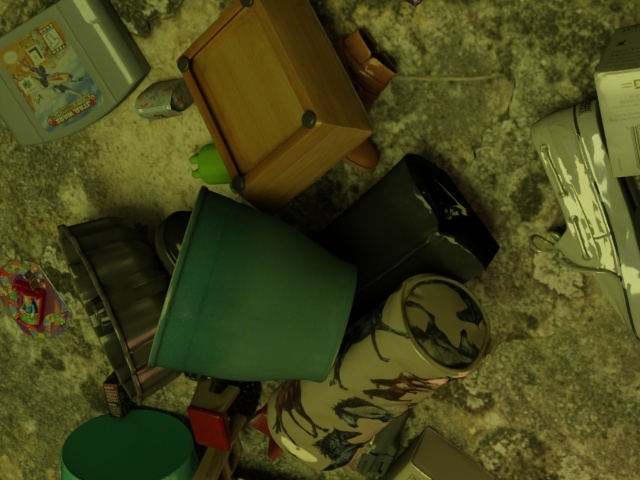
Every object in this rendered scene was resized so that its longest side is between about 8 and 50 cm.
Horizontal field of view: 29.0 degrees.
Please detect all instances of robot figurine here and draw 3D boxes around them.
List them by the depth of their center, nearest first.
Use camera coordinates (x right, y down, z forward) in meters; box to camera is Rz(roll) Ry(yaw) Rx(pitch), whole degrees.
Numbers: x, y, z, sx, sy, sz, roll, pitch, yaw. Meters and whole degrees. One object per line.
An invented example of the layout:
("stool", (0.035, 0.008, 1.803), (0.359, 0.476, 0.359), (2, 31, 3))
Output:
("robot figurine", (-0.151, -0.125, 1.987), (0.115, 0.067, 0.101), (-4, 103, 24))

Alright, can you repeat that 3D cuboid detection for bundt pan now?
("bundt pan", (-0.319, 0.101, 2.070), (0.331, 0.124, 0.331), (56, 162, 29))

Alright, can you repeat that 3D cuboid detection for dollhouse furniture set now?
("dollhouse furniture set", (-0.119, 0.429, 2.164), (0.201, 0.152, 0.374), (10, 138, 17))

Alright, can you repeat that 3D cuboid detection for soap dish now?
("soap dish", (-0.077, -0.216, 1.811), (0.229, 0.118, 0.291), (-37, 70, 33))

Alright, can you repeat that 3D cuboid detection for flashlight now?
("flashlight", (0.111, 0.262, 2.076), (0.103, 0.103, 0.304), (11, 129, -14))

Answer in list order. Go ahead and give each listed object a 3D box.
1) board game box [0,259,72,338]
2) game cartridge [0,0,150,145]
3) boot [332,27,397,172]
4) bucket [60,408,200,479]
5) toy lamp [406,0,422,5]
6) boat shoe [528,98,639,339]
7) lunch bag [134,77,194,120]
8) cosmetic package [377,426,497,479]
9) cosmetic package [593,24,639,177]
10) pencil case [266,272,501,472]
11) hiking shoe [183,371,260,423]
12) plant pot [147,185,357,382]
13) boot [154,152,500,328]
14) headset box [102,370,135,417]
("board game box", (-0.547, 0.119, 2.304), (0.133, 0.033, 0.169), (-23, 106, 30))
("game cartridge", (-0.431, -0.275, 2.031), (0.297, 0.062, 0.198), (-23, 102, 31))
("boot", (0.060, -0.208, 1.855), (0.152, 0.073, 0.197), (-35, 105, 27))
("bucket", (-0.346, 0.449, 2.265), (0.281, 0.281, 0.183), (10, 119, 17))
("toy lamp", (0.059, -0.443, 1.721), (0.275, 0.080, 0.080), (46, 124, -7))
("boat shoe", (0.383, -0.013, 1.788), (0.156, 0.136, 0.367), (-14, 108, 28))
("lunch bag", (-0.249, -0.220, 1.965), (0.071, 0.083, 0.053), (-7, 114, 25))
("cosmetic package", (0.152, 0.489, 2.169), (0.160, 0.113, 0.309), (37, 124, 0))
("cosmetic package", (0.460, -0.193, 1.627), (0.151, 0.184, 0.151), (-6, 115, 25))
("pencil case", (0.090, 0.209, 1.887), (0.183, 0.160, 0.410), (30, 136, -16))
("hiking shoe", (-0.190, 0.226, 2.198), (0.114, 0.086, 0.227), (-10, 110, 44))
("plant pot", (-0.090, 0.087, 1.791), (0.255, 0.272, 0.272), (17, 123, -4))
("boot", (0.002, 0.001, 1.921), (0.367, 0.146, 0.445), (41, 134, -17))
("headset box", (-0.373, 0.278, 2.301), (0.032, 0.062, 0.083), (2, 118, 21))
